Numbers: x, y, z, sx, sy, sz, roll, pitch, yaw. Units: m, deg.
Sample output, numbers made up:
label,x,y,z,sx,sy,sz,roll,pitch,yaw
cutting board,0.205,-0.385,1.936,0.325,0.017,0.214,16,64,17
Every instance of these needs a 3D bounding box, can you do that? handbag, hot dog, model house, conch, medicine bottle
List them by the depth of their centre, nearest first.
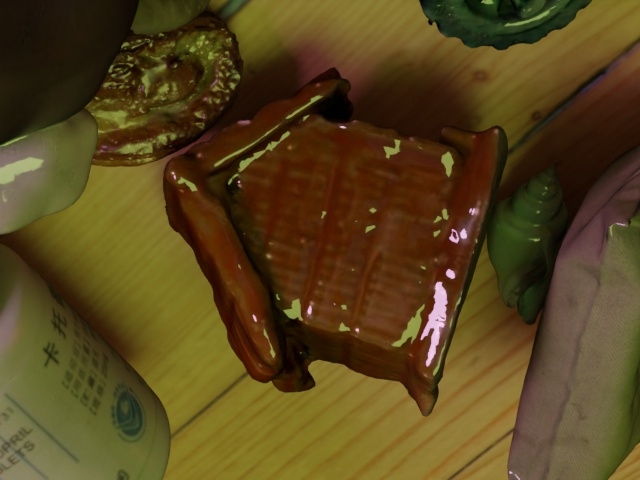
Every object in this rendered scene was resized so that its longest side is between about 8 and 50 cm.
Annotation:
label,x,y,z,sx,sy,sz,roll,pitch,yaw
hot dog,-0.122,-0.103,1.123,0.147,0.065,0.099,-10,122,-4
medicine bottle,-0.245,0.095,1.190,0.170,0.170,0.293,-30,130,11
model house,0.002,0.001,1.195,0.229,0.199,0.220,18,85,1
handbag,0.236,0.039,1.260,0.253,0.109,0.316,-40,148,-40
conch,0.164,0.008,1.282,0.065,0.088,0.180,-14,141,-15

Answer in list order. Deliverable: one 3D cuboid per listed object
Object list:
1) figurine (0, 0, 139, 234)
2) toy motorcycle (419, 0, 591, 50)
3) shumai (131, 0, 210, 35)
label,x,y,z,sx,sy,sz,roll,pitch,yaw
figurine,-0.216,-0.202,0.823,0.218,0.365,0.206,3,146,-40
toy motorcycle,0.107,-0.280,0.973,0.237,0.169,0.410,-22,138,12
shumai,-0.131,-0.211,1.000,0.120,0.201,0.201,9,142,32
